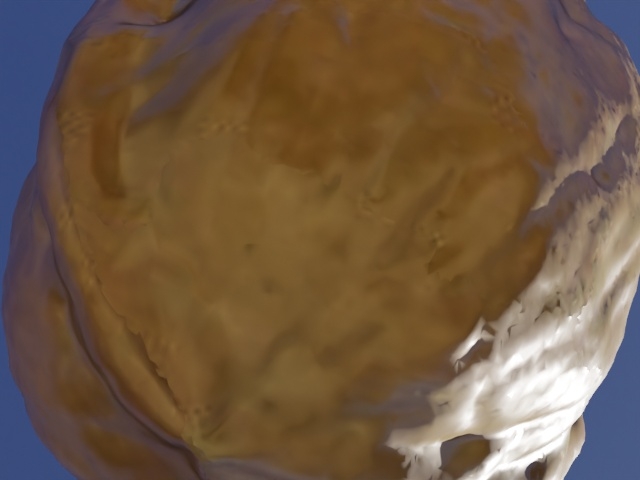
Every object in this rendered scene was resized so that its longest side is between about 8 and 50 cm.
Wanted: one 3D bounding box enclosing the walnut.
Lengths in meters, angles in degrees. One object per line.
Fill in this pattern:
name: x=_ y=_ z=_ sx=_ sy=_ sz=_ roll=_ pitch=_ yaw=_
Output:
walnut: x=0.002 y=0.003 z=0.744 sx=0.306 sy=0.306 sz=0.344 roll=14 pitch=-150 yaw=14
